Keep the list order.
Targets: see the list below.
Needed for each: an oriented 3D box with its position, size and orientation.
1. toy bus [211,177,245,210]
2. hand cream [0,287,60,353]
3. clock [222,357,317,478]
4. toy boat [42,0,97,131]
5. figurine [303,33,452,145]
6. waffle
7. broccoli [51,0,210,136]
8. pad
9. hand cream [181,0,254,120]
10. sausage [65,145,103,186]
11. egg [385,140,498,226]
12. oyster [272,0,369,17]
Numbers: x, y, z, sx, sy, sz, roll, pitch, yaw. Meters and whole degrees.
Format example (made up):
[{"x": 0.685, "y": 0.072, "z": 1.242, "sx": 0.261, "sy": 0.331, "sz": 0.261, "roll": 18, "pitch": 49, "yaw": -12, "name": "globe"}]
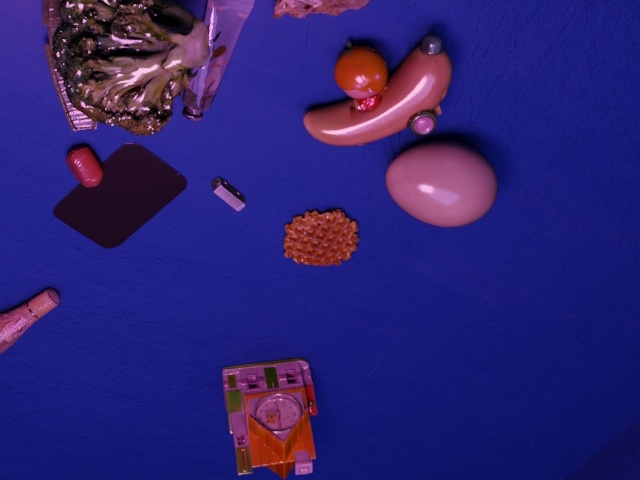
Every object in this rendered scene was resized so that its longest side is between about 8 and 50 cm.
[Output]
[{"x": -0.203, "y": -0.102, "z": 2.012, "sx": 0.031, "sy": 0.037, "sz": 0.083, "roll": -37, "pitch": 128, "yaw": 18, "name": "toy bus"}, {"x": -0.692, "y": 0.176, "z": 2.126, "sx": 0.203, "sy": 0.084, "sz": 0.084, "roll": -35, "pitch": 130, "yaw": 8, "name": "hand cream"}, {"x": -0.119, "y": 0.466, "z": 2.356, "sx": 0.235, "sy": 0.309, "sz": 0.166, "roll": -7, "pitch": 133, "yaw": -8, "name": "clock"}, {"x": -0.466, "y": -0.341, "z": 1.725, "sx": 0.093, "sy": 0.055, "sz": 0.293, "roll": -6, "pitch": 131, "yaw": -9, "name": "toy boat"}, {"x": 0.112, "y": -0.302, "z": 1.855, "sx": 0.325, "sy": 0.124, "sz": 0.222, "roll": -20, "pitch": 133, "yaw": 10, "name": "figurine"}, {"x": 0.003, "y": -0.004, "z": 2.149, "sx": 0.191, "sy": 0.038, "sz": 0.191, "roll": -6, "pitch": 131, "yaw": -7, "name": "waffle"}, {"x": -0.326, "y": -0.330, "z": 1.600, "sx": 0.275, "sy": 0.307, "sz": 0.307, "roll": 12, "pitch": 146, "yaw": 36, "name": "broccoli"}, {"x": -0.434, "y": -0.093, "z": 1.988, "sx": 0.267, "sy": 0.004, "sz": 0.181, "roll": -37, "pitch": 129, "yaw": 20, "name": "pad"}, {"x": -0.212, "y": -0.357, "z": 1.775, "sx": 0.091, "sy": 0.058, "sz": 0.271, "roll": 10, "pitch": 123, "yaw": -25, "name": "hand cream"}, {"x": -0.486, "y": -0.151, "z": 1.885, "sx": 0.059, "sy": 0.054, "sz": 0.094, "roll": 10, "pitch": 140, "yaw": 33, "name": "sausage"}, {"x": 0.265, "y": -0.126, "z": 2.000, "sx": 0.254, "sy": 0.188, "sz": 0.188, "roll": 9, "pitch": 128, "yaw": -17, "name": "egg"}, {"x": 0.020, "y": -0.470, "z": 1.716, "sx": 0.209, "sy": 0.072, "sz": 0.132, "roll": 0, "pitch": 134, "yaw": -16, "name": "oyster"}]
